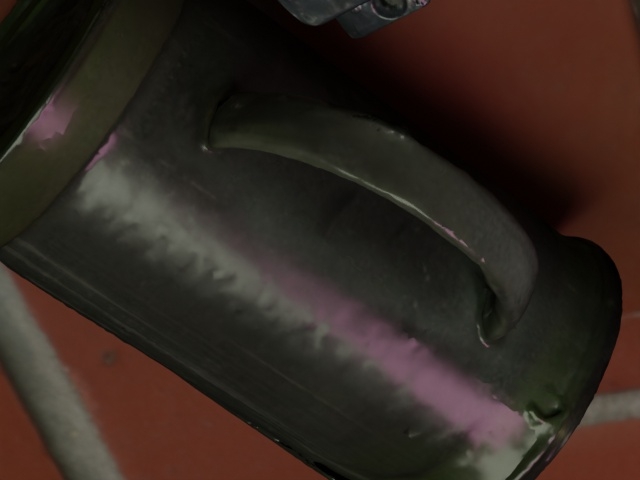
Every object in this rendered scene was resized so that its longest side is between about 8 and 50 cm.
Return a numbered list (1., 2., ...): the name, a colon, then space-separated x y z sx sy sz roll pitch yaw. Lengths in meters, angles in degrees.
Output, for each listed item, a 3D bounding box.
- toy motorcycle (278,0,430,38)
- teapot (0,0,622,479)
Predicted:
1. toy motorcycle: 0.078 -0.170 0.814 0.274 0.187 0.125 -25 121 29
2. teapot: 0.000 0.000 0.948 0.337 0.200 0.270 35 158 -20
